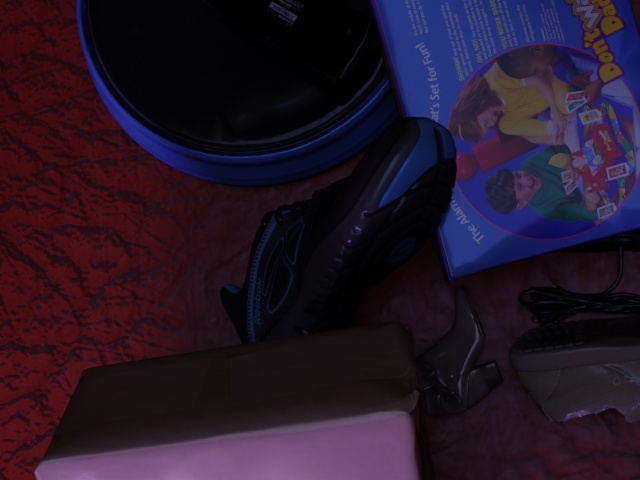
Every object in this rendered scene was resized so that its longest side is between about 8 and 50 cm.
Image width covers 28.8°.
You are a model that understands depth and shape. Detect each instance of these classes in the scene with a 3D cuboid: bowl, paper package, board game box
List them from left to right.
[{"bbox_3d":[-0.069,-0.253,1.305,0.391,0.077,0.391,-1,81,8],"label":"bowl"},{"bbox_3d":[-0.051,0.256,1.119,0.325,0.168,0.309,-9,112,6],"label":"paper package"},{"bbox_3d":[0.186,-0.158,1.189,0.233,0.078,0.347,-15,86,1],"label":"board game box"}]

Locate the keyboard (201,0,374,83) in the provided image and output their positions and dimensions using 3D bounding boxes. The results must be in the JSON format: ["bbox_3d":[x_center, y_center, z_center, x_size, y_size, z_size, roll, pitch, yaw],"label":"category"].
[{"bbox_3d":[-0.023,-0.233,1.237,0.192,0.038,0.100,35,95,23],"label":"keyboard"}]

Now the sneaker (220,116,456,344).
[{"bbox_3d":[0.000,0.000,1.164,0.139,0.125,0.341,53,129,25],"label":"sneaker"}]

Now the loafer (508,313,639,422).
[{"bbox_3d":[0.316,0.118,1.174,0.268,0.102,0.092,-7,109,25],"label":"loafer"}]

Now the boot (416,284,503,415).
[{"bbox_3d":[0.125,0.113,1.236,0.087,0.042,0.118,-22,78,7],"label":"boot"}]

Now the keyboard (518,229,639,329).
[{"bbox_3d":[0.298,-0.012,1.234,0.317,0.033,0.201,-1,81,9],"label":"keyboard"}]
